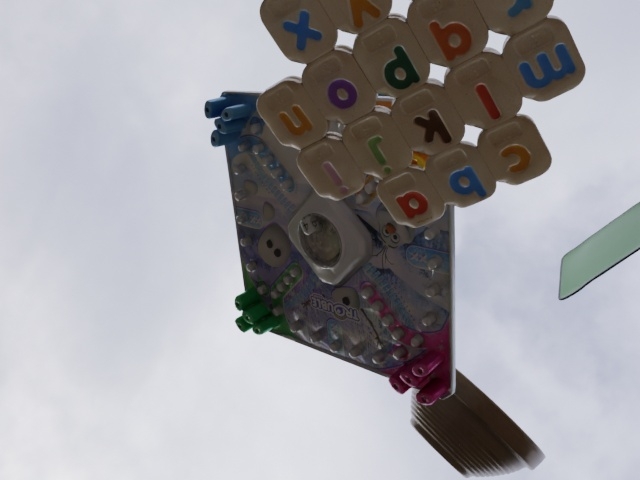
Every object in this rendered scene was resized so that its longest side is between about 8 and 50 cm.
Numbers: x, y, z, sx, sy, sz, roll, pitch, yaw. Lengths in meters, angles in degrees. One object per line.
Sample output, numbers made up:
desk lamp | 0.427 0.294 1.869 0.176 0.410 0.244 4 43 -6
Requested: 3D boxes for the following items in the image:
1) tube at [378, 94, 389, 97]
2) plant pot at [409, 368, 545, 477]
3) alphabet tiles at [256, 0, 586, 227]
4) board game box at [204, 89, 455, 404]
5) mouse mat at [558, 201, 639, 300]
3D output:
tube | 0.157 -0.364 1.362 0.080 0.052 0.206 17 -90 -1
plant pot | 0.218 0.285 0.976 0.110 0.237 0.237 -46 -117 -3
alphabet tiles | 0.084 -0.143 0.589 0.284 0.278 0.021 -24 -153 27
board game box | 0.000 0.000 0.859 0.390 0.050 0.389 13 -63 39
mouse mat | 0.414 0.002 0.886 0.007 0.152 0.189 44 -57 -1
